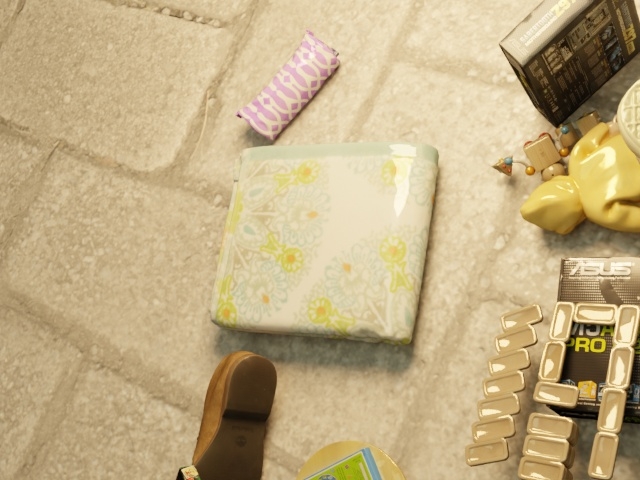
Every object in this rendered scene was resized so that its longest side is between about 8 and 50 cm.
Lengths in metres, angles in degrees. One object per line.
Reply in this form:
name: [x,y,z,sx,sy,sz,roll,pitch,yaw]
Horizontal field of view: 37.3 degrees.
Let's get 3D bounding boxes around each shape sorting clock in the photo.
shape sorting clock: [0.043,0.398,1.385,0.206,0.040,0.206,-8,71,26]

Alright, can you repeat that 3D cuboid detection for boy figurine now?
boy figurine: [0.421,-0.082,1.324,0.285,0.092,0.177,-30,69,19]

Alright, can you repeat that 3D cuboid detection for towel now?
towel: [0.000,0.000,1.540,0.374,0.090,0.321,1,75,30]

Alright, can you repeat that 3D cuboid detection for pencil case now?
pencil case: [-0.056,-0.275,1.673,0.088,0.086,0.206,43,95,19]

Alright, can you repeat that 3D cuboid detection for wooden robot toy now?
wooden robot toy: [0.347,-0.122,1.413,0.173,0.076,0.079,-29,95,17]

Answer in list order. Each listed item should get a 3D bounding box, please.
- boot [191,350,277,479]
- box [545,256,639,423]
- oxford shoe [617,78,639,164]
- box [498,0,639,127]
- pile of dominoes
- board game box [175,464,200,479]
boot: [-0.155,0.325,1.514,0.115,0.112,0.306,7,78,63]
box: [0.442,0.130,1.238,0.270,0.060,0.216,0,70,33]
oxford shoe: [0.545,-0.036,1.142,0.169,0.130,0.449,-44,64,6]
box: [0.364,-0.279,1.347,0.183,0.232,0.059,-43,63,9]
pile of dominoes: [0.309,0.200,1.248,0.195,0.040,0.251,2,63,35]
board game box: [-0.207,0.469,1.416,0.136,0.030,0.260,56,137,37]
